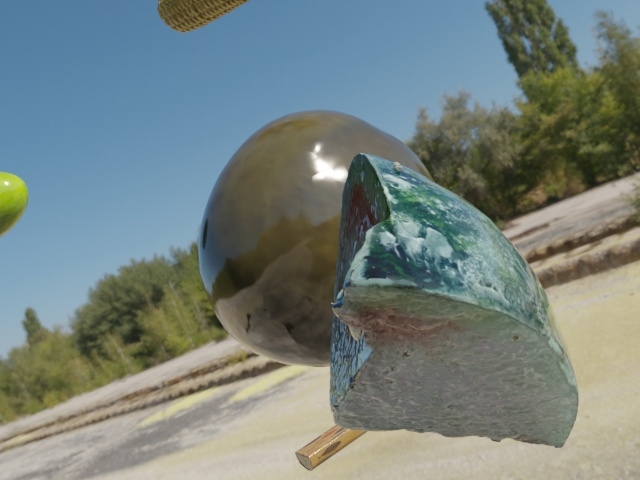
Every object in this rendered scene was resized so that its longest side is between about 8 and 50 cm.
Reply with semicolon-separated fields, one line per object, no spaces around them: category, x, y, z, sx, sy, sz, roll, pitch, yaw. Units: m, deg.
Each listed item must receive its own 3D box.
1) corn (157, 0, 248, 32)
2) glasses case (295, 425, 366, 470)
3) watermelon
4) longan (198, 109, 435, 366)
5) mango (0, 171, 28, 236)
corn;-0.133;-0.420;0.966;0.305;0.106;0.106;-17;1;34
glasses case;0.030;0.449;1.392;0.170;0.041;0.065;-25;7;-32
watermelon;0.057;0.050;0.528;0.213;0.289;0.320;-46;-41;13
longan;0.000;0.000;0.885;0.361;0.361;0.361;-23;-3;-1
mango;-0.835;-0.075;1.492;0.273;0.185;0.149;3;-1;14
